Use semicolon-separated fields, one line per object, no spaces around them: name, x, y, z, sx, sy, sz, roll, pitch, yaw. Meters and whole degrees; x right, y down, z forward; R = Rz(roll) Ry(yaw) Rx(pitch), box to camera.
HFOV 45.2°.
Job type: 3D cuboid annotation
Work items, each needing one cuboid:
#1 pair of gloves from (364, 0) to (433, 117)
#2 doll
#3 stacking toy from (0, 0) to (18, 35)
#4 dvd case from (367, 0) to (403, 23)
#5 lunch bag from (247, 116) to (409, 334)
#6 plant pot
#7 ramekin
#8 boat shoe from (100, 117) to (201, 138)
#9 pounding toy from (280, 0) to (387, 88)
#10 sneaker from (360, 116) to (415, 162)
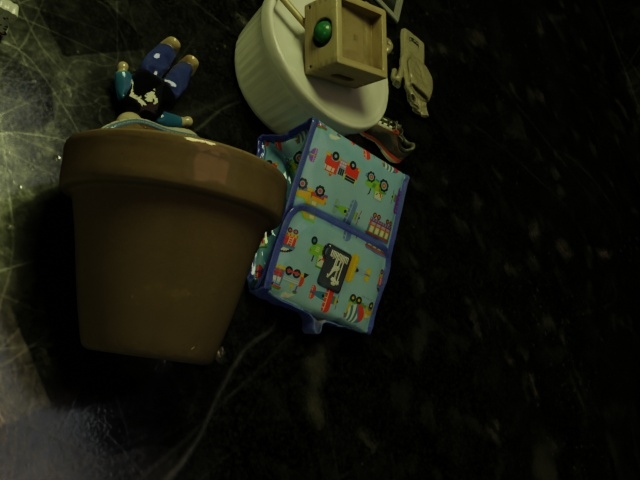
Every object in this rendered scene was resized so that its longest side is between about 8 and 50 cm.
pair of gloves;0.142;-0.372;1.571;0.240;0.042;0.204;20;53;-42
doll;-0.229;-0.205;1.073;0.129;0.046;0.189;44;43;-21
stacking toy;-0.454;-0.360;0.913;0.221;0.052;0.167;21;54;-37
dvd case;0.114;-0.580;1.569;0.238;0.029;0.179;24;77;-55
lunch bag;0.000;0.000;1.176;0.221;0.138;0.293;25;65;-38
plant pot;-0.181;0.020;0.884;0.263;0.263;0.229;16;78;-42
ramekin;-0.022;-0.284;1.277;0.273;0.127;0.273;24;54;-38
boat shoe;-0.213;-0.117;1.009;0.066;0.066;0.183;41;30;28
pounding toy;0.018;-0.313;1.178;0.141;0.100;0.130;5;81;-43
sneaker;0.120;-0.214;1.442;0.158;0.065;0.061;39;46;-27
